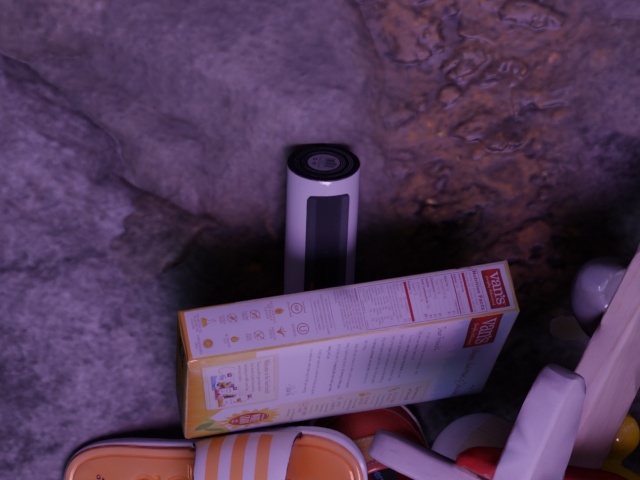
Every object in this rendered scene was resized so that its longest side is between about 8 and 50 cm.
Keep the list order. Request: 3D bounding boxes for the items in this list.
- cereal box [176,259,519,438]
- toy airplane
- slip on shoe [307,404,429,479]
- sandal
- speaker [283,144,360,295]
[{"bbox_3d":[0.015,0.083,1.243,0.240,0.047,0.173,-8,156,-10],"label":"cereal box"},{"bbox_3d":[0.160,0.196,1.208,0.386,0.272,0.384,-27,120,-28],"label":"toy airplane"},{"bbox_3d":[0.083,0.262,1.403,0.123,0.101,0.331,-23,123,7],"label":"slip on shoe"},{"bbox_3d":[-0.093,0.202,1.304,0.265,0.076,0.102,-4,95,21],"label":"sandal"},{"bbox_3d":[0.000,0.000,1.255,0.055,0.055,0.136,-1,123,-6],"label":"speaker"}]
